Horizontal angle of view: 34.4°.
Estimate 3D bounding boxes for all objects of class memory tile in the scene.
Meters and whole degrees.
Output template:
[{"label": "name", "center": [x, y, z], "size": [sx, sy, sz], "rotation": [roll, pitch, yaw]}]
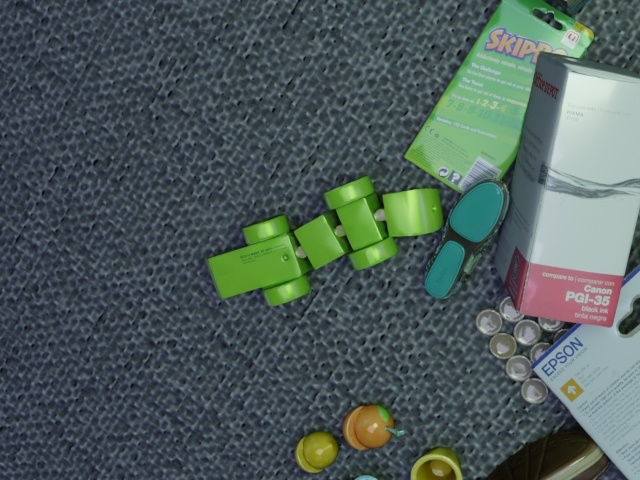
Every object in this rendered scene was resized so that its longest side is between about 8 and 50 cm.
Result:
[{"label": "memory tile", "center": [0.285, 0.136, 1.371], "size": [0.113, 0.012, 0.148], "rotation": [-34, 89, 16]}]

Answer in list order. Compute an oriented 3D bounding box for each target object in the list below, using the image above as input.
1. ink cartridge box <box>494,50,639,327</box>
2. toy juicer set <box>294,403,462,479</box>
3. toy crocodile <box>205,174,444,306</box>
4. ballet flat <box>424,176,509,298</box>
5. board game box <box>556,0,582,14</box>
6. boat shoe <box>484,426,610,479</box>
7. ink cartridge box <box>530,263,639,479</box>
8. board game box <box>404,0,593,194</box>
[{"label": "ink cartridge box", "center": [0.298, -0.067, 1.219], "size": [0.117, 0.207, 0.283], "rotation": [9, 105, 0]}, {"label": "toy juicer set", "center": [0.029, 0.374, 1.430], "size": [0.209, 0.089, 0.329], "rotation": [38, 105, 6]}, {"label": "toy crocodile", "center": [0.000, 0.000, 1.386], "size": [0.341, 0.105, 0.115], "rotation": [-22, 92, 21]}, {"label": "ballet flat", "center": [0.192, -0.009, 1.334], "size": [0.070, 0.070, 0.188], "rotation": [34, 121, 7]}, {"label": "board game box", "center": [0.285, -0.359, 1.162], "size": [0.144, 0.275, 0.142], "rotation": [-43, 86, 16]}, {"label": "boat shoe", "center": [0.260, 0.378, 1.363], "size": [0.123, 0.123, 0.342], "rotation": [45, 110, -4]}, {"label": "ink cartridge box", "center": [0.473, 0.167, 1.207], "size": [0.324, 0.071, 0.330], "rotation": [-48, 69, 24]}, {"label": "board game box", "center": [0.228, -0.184, 1.327], "size": [0.124, 0.039, 0.259], "rotation": [33, 107, 6]}]
